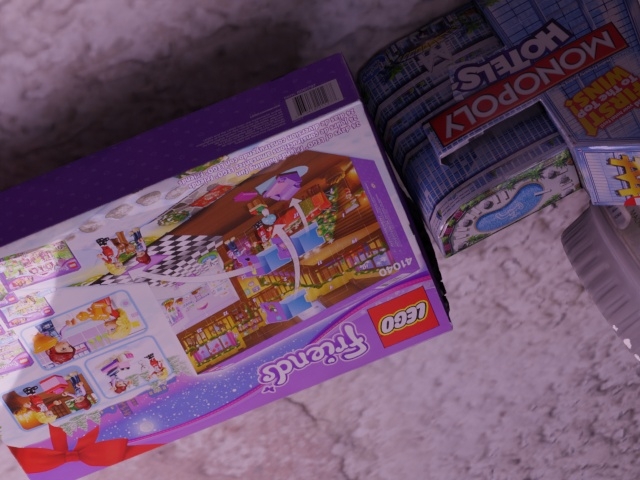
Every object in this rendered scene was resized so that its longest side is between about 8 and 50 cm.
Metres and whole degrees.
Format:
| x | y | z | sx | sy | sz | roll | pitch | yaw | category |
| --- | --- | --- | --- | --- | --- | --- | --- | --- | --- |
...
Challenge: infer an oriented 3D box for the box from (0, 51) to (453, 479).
| x | y | z | sx | sy | sz | roll | pitch | yaw | category |
| --- | --- | --- | --- | --- | --- | --- | --- | --- | --- |
| -0.085 | 0.027 | 1.067 | 0.293 | 0.057 | 0.201 | -22 | 130 | 3 | box |

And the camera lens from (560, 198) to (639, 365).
| x | y | z | sx | sy | sz | roll | pitch | yaw | category |
| --- | --- | --- | --- | --- | --- | --- | --- | --- | --- |
| 0.335 | -0.010 | 1.206 | 0.274 | 0.219 | 0.219 | -38 | 137 | 13 | camera lens |

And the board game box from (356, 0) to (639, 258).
| x | y | z | sx | sy | sz | roll | pitch | yaw | category |
| --- | --- | --- | --- | --- | --- | --- | --- | --- | --- |
| 0.136 | -0.081 | 1.052 | 0.194 | 0.194 | 0.060 | -28 | 139 | 1 | board game box |

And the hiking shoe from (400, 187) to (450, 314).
| x | y | z | sx | sy | sz | roll | pitch | yaw | category |
| --- | --- | --- | --- | --- | --- | --- | --- | --- | --- |
| 0.000 | 0.000 | 1.165 | 0.114 | 0.086 | 0.227 | -29 | 130 | 16 | hiking shoe |
